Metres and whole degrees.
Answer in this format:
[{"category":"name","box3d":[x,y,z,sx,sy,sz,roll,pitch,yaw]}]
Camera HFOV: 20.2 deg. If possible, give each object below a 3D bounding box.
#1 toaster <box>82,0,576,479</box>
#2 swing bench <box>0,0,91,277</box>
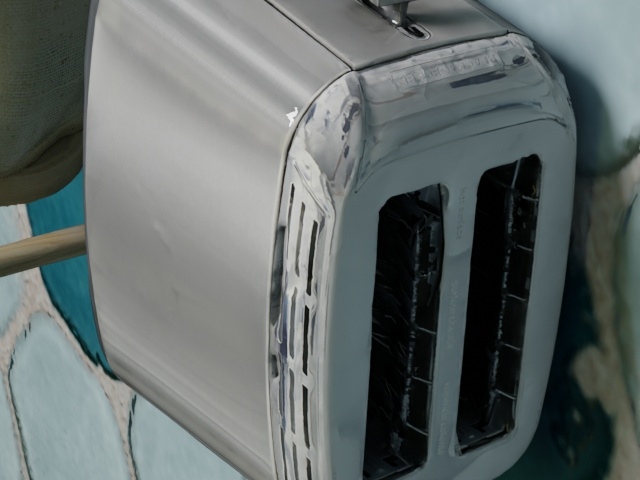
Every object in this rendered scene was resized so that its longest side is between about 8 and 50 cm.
[{"category":"toaster","box3d":[0.000,0.000,0.635,0.146,0.129,0.227,36,131,45]},{"category":"swing bench","box3d":[-0.126,-0.147,0.746,0.255,0.165,0.253,49,142,39]}]
